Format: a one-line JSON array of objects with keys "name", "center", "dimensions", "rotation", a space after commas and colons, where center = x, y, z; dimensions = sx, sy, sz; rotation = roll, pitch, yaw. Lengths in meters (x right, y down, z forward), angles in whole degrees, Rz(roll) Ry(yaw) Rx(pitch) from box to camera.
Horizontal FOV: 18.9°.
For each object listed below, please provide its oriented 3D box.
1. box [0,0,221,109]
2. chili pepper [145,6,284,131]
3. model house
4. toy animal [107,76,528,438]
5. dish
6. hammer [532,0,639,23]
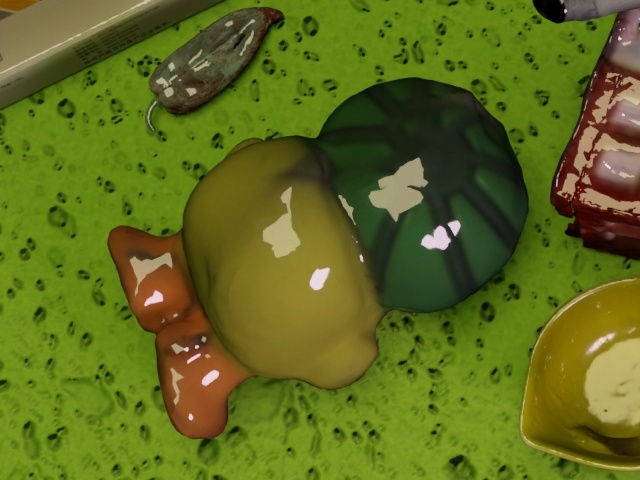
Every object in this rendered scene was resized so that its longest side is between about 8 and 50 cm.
[{"name": "box", "center": [-0.270, -0.242, 1.701], "dimensions": [0.353, 0.069, 0.214], "rotation": [-26, 72, 5]}, {"name": "chili pepper", "center": [-0.095, -0.154, 1.654], "dimensions": [0.153, 0.041, 0.050], "rotation": [-38, 114, -1]}, {"name": "model house", "center": [0.329, -0.065, 1.488], "dimensions": [0.254, 0.160, 0.196], "rotation": [19, 79, 13]}, {"name": "toy animal", "center": [0.001, -0.001, 1.513], "dimensions": [0.338, 0.191, 0.216], "rotation": [-27, 71, 2]}, {"name": "dish", "center": [0.249, 0.105, 1.496], "dimensions": [0.207, 0.080, 0.149], "rotation": [-29, 72, 4]}, {"name": "hammer", "center": [0.344, -0.204, 1.454], "dimensions": [0.427, 0.044, 0.152], "rotation": [-13, 37, -30]}]
